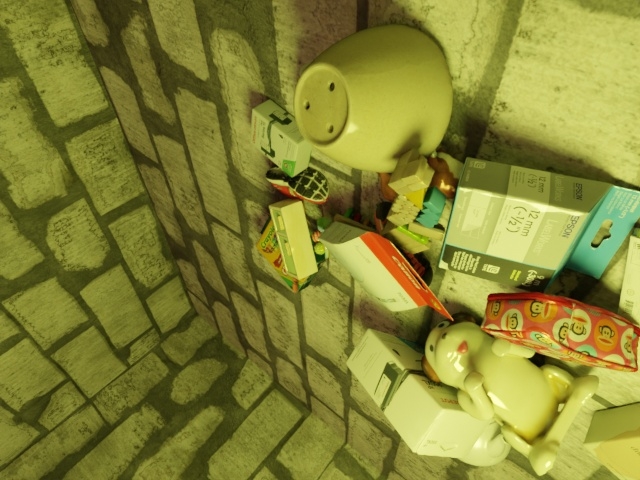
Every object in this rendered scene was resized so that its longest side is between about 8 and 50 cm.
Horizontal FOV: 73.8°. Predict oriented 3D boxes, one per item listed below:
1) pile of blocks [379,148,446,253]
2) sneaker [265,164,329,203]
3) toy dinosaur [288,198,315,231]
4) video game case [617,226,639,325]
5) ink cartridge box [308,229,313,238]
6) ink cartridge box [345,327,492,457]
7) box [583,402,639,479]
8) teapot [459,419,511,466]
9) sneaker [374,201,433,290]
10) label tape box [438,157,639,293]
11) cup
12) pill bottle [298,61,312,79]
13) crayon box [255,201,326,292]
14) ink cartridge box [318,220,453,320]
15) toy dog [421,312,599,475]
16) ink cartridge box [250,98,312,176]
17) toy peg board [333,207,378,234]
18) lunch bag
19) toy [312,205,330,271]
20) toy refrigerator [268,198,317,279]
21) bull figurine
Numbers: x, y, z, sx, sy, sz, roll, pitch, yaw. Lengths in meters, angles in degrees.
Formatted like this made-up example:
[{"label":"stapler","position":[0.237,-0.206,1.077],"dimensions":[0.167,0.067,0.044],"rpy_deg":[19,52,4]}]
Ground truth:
[{"label":"pile of blocks","position":[0.234,-0.089,0.984],"dimensions":[0.148,0.113,0.362],"rpy_deg":[21,160,13]},{"label":"sneaker","position":[-0.067,-0.188,1.489],"dimensions":[0.278,0.107,0.118],"rpy_deg":[28,161,36]},{"label":"toy dinosaur","position":[-0.073,-0.102,1.612],"dimensions":[0.211,0.064,0.112],"rpy_deg":[44,168,27]},{"label":"video game case","position":[0.715,0.096,0.829],"dimensions":[0.210,0.041,0.232],"rpy_deg":[17,136,42]},{"label":"ink cartridge box","position":[-0.095,0.029,1.772],"dimensions":[0.171,0.056,0.235],"rpy_deg":[34,147,24]},{"label":"ink cartridge box","position":[0.314,0.492,1.404],"dimensions":[0.285,0.166,0.395],"rpy_deg":[24,-168,-36]},{"label":"box","position":[0.823,0.483,1.030],"dimensions":[0.148,0.121,0.311],"rpy_deg":[42,148,12]},{"label":"teapot","position":[0.531,0.616,1.463],"dimensions":[0.255,0.252,0.187],"rpy_deg":[7,112,30]},{"label":"sneaker","position":[0.222,0.028,1.310],"dimensions":[0.136,0.116,0.314],"rpy_deg":[0,124,53]},{"label":"label tape box","position":[0.447,-0.013,0.897],"dimensions":[0.347,0.115,0.249],"rpy_deg":[16,139,18]},{"label":"cup","position":[0.081,-0.299,0.932],"dimensions":[0.330,0.236,0.332],"rpy_deg":[19,118,42]},{"label":"pill bottle","position":[-0.010,-0.382,1.171],"dimensions":[0.107,0.108,0.180],"rpy_deg":[36,147,21]},{"label":"crayon box","position":[-0.136,0.028,1.717],"dimensions":[0.318,0.081,0.202],"rpy_deg":[47,130,16]},{"label":"ink cartridge box","position":[0.174,0.100,1.249],"dimensions":[0.308,0.091,0.385],"rpy_deg":[49,173,-20]},{"label":"toy dog","position":[0.502,0.379,1.236],"dimensions":[0.407,0.285,0.395],"rpy_deg":[34,-178,21]},{"label":"ink cartridge box","position":[-0.129,-0.334,1.393],"dimensions":[0.208,0.086,0.153],"rpy_deg":[41,147,16]},{"label":"toy peg board","position":[0.128,-0.024,1.430],"dimensions":[0.160,0.079,0.161],"rpy_deg":[23,144,13]},{"label":"lunch bag","position":[0.535,0.210,0.989],"dimensions":[0.292,0.120,0.258],"rpy_deg":[21,166,-13]},{"label":"toy","position":[0.000,0.000,1.526],"dimensions":[0.237,0.056,0.137],"rpy_deg":[95,166,-57]},{"label":"toy refrigerator","position":[-0.100,-0.005,1.523],"dimensions":[0.102,0.094,0.270],"rpy_deg":[18,125,56]},{"label":"bull figurine","position":[0.264,-0.171,1.060],"dimensions":[0.310,0.101,0.189],"rpy_deg":[-5,113,47]}]
